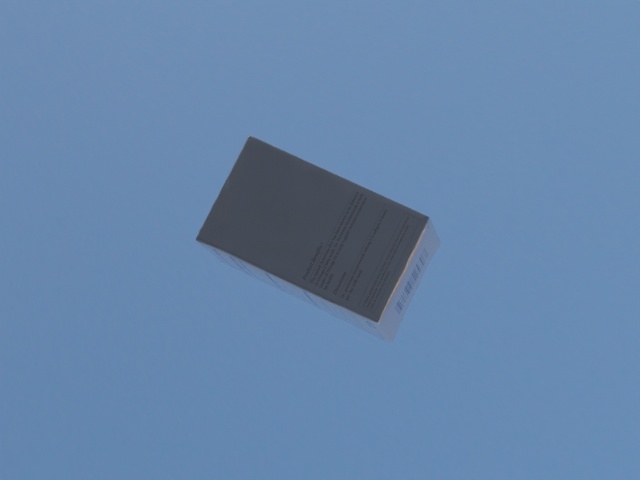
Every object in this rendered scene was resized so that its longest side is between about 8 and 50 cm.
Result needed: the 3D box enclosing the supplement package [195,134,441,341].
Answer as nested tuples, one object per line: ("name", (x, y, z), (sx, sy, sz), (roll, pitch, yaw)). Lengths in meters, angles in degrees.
("supplement package", (0.000, 0.000, 1.372), (0.179, 0.105, 0.105), (25, -97, 14))
